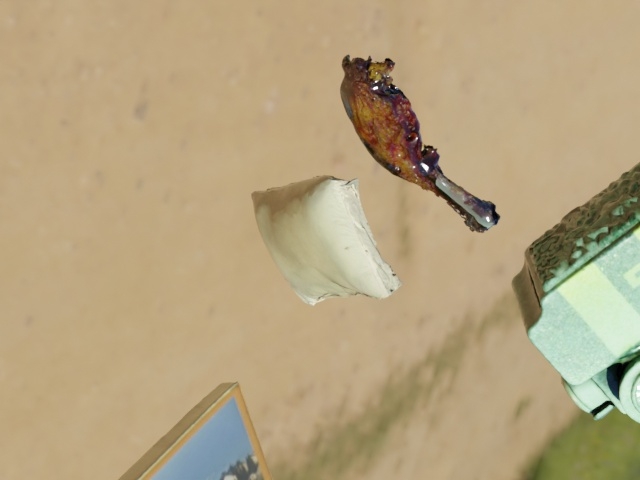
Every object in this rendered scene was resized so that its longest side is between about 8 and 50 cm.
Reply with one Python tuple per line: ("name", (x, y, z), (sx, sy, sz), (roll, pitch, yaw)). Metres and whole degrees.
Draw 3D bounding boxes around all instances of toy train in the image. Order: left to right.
("toy train", (0.356, 0.054, 2.044), (0.299, 0.238, 0.167), (-39, -159, 13))

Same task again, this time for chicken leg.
("chicken leg", (0.100, -0.102, 2.100), (0.253, 0.106, 0.051), (49, 64, -21))

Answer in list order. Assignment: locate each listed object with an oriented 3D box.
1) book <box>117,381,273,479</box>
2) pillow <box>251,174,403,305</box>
("book", (-0.072, 0.326, 1.385), (0.262, 0.028, 0.374), (-41, 119, -49))
("pillow", (0.000, 0.000, 1.688), (0.053, 0.119, 0.208), (-35, -172, -19))
